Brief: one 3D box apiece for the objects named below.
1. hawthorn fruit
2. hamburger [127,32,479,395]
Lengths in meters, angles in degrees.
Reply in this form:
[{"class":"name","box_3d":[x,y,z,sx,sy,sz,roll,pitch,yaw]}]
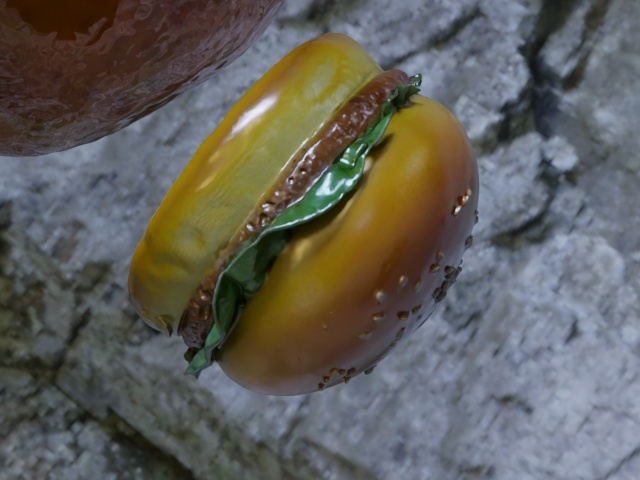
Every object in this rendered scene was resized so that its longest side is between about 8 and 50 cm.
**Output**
[{"class":"hawthorn fruit","box_3d":[-0.247,-0.296,0.978,0.472,0.471,0.472,-46,-21,-24]},{"class":"hamburger","box_3d":[0.000,0.000,0.736,0.246,0.170,0.246,-54,-2,-2]}]
